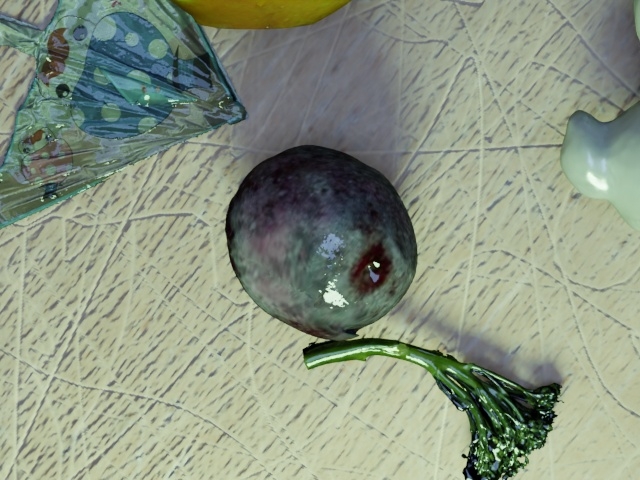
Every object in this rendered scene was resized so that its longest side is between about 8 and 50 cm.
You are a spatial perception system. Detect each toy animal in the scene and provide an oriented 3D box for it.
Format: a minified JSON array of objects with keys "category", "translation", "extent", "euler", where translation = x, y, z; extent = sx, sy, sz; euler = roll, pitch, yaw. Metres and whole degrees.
[{"category":"toy animal","translation":[0.350,-0.191,1.795],"extent":[0.241,0.196,0.367],"euler":[1,100,6]}]

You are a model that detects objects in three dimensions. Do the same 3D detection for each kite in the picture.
[{"category":"kite","translation":[-0.248,-0.183,1.928],"extent":[0.368,0.014,0.406],"euler":[19,98,1]}]

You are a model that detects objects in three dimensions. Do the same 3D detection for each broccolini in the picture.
[{"category":"broccolini","translation":[0.105,0.170,1.924],"extent":[0.271,0.062,0.123],"euler":[16,83,-3]}]

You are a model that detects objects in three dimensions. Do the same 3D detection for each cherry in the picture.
[{"category":"cherry","translation":[0.005,0.002,1.840],"extent":[0.195,0.195,0.195],"euler":[1,97,4]}]

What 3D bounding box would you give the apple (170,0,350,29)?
[{"category":"apple","translation":[-0.088,-0.372,1.725],"extent":[0.384,0.374,0.374],"euler":[7,98,-9]}]
